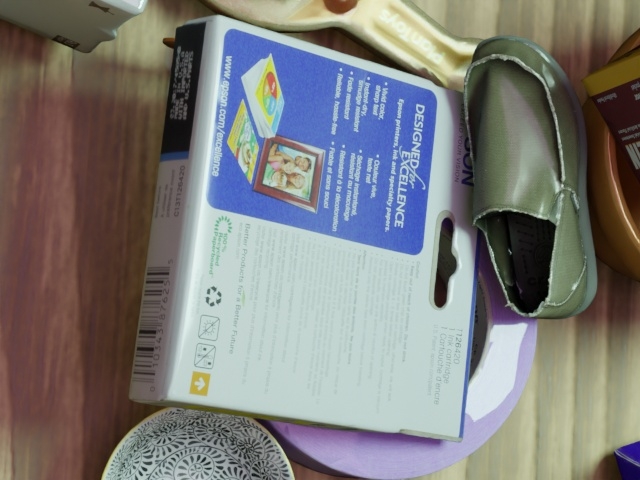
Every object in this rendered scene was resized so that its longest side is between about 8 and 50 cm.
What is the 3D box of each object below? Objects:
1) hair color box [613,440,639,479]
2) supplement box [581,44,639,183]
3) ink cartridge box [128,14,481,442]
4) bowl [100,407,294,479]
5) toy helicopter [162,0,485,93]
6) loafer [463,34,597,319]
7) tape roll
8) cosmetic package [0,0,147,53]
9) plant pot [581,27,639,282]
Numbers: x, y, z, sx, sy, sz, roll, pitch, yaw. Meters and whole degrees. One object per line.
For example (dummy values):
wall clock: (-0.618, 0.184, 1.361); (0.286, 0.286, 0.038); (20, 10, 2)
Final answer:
hair color box: (0.458, 0.232, 1.767); (0.339, 0.110, 0.185); (-17, 95, -6)
supplement box: (0.357, -0.105, 1.589); (0.194, 0.129, 0.191); (-32, 94, -18)
ink cartridge box: (0.000, 0.000, 1.601); (0.307, 0.072, 0.303); (14, 78, -41)
bowl: (-0.111, 0.221, 1.650); (0.170, 0.080, 0.170); (2, 85, -17)
toy helicopter: (0.014, -0.200, 1.704); (0.355, 0.140, 0.235); (35, 78, -13)
loafer: (0.173, -0.047, 1.638); (0.087, 0.094, 0.251); (-30, 107, -58)
tape roll: (0.046, 0.070, 1.709); (0.275, 0.090, 0.274); (2, 84, -18)
cosmetic package: (-0.165, -0.361, 1.578); (0.156, 0.217, 0.385); (24, 78, -15)
plant pot: (0.344, -0.067, 1.755); (0.291, 0.203, 0.290); (2, 84, -18)
